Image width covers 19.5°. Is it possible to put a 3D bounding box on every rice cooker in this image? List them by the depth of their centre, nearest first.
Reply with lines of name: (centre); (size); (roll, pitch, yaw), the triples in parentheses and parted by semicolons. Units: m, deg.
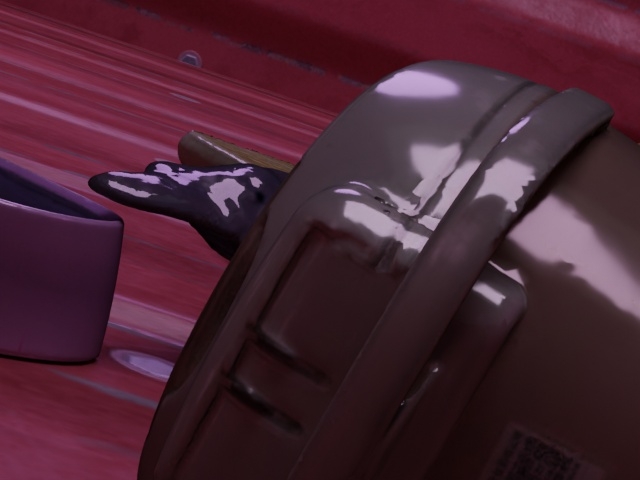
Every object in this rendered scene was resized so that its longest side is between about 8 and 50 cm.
rice cooker: (0.040, 0.037, 0.434); (0.127, 0.145, 0.206); (30, 11, 5)

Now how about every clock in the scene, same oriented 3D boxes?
clock: (-0.148, -0.009, 0.653); (0.152, 0.050, 0.110); (23, 8, 33)

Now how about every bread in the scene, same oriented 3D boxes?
bread: (0.004, -0.015, 1.186); (0.112, 0.036, 0.193); (31, 9, 38)

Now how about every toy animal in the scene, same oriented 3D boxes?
toy animal: (0.031, 0.014, 0.817); (0.205, 0.081, 0.367); (23, 2, 4)

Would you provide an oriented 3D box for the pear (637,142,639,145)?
pear: (0.189, 0.024, 0.944); (0.216, 0.166, 0.180); (-4, 4, 40)
